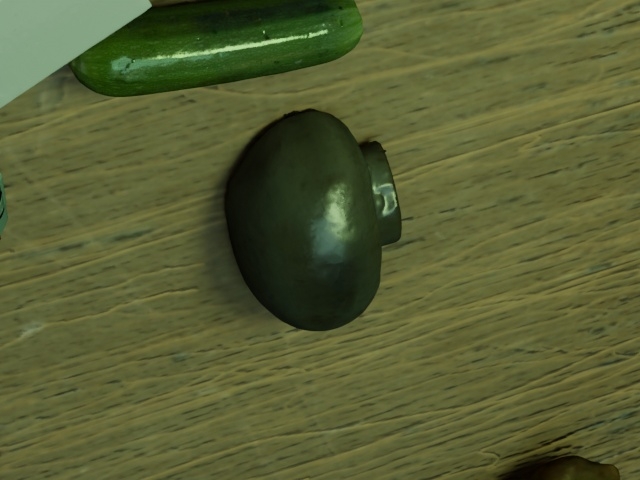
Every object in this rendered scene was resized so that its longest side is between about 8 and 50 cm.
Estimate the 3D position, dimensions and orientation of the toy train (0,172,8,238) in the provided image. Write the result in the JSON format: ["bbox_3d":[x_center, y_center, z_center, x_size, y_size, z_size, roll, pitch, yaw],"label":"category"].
[{"bbox_3d":[-0.249,-0.040,1.283,0.043,0.047,0.207,-62,175,-19],"label":"toy train"}]

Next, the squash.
[{"bbox_3d":[-0.077,-0.148,1.358,0.229,0.066,0.066,-12,125,-20],"label":"squash"}]

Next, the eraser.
[{"bbox_3d":[-0.268,-0.123,1.276,0.298,0.076,0.078,-33,129,-1],"label":"eraser"}]

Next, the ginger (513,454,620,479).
[{"bbox_3d":[0.120,0.385,1.732,0.418,0.176,0.254,-27,123,-14],"label":"ginger"}]

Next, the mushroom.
[{"bbox_3d":[0.000,0.000,1.470,0.141,0.117,0.188,-12,131,-4],"label":"mushroom"}]
